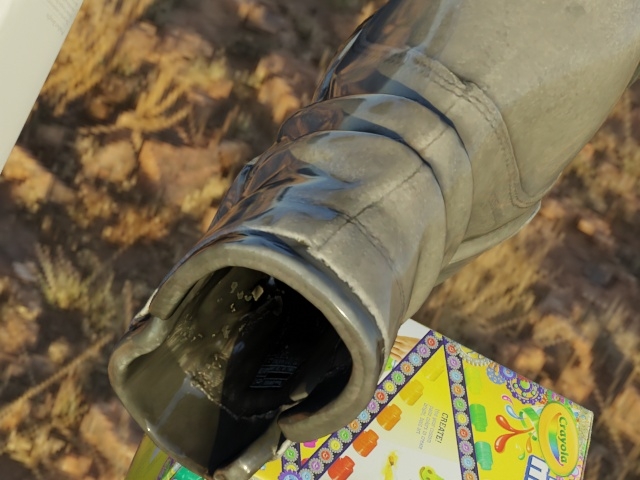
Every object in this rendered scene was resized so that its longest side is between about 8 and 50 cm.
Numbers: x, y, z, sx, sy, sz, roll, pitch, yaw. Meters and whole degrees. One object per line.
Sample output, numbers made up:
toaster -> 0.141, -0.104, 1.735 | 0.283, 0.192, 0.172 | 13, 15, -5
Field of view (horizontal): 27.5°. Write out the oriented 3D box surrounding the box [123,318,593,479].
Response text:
box -> 0.007, 0.201, 1.018 | 0.279, 0.290, 0.177 | 28, 52, -9

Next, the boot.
boot -> 0.000, 0.000, 0.518 | 0.118, 0.338, 0.223 | 40, 67, 5

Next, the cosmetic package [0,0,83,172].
cosmetic package -> -0.273, -0.172, 1.069 | 0.085, 0.231, 0.117 | 24, -9, 14
